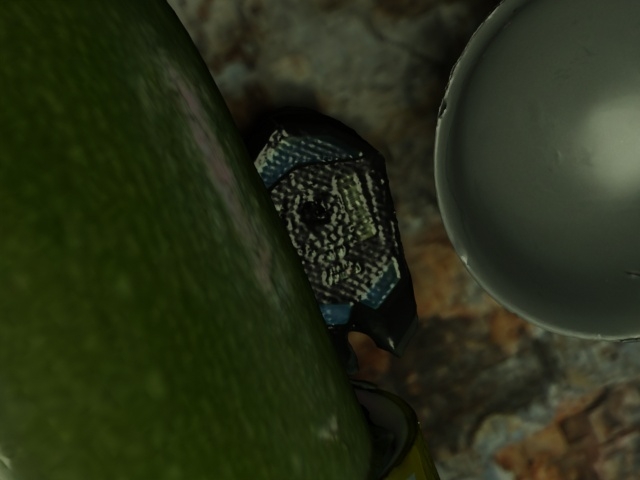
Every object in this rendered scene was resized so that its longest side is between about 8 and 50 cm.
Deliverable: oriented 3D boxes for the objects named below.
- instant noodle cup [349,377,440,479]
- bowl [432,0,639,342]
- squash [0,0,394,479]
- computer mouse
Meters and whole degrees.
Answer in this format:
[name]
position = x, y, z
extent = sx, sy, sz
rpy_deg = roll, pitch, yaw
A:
[instant noodle cup]
position = -0.032, 0.195, 0.694
extent = 0.264, 0.264, 0.200
rpy_deg = -16, 105, -1
[bowl]
position = 0.134, -0.056, 0.699
extent = 0.189, 0.086, 0.189
rpy_deg = -3, 111, -9
[squash]
position = -0.154, -0.008, 0.565
extent = 0.310, 0.310, 0.309
rpy_deg = -16, 111, -2
[computer mouse]
position = 0.000, 0.000, 0.719
extent = 0.079, 0.047, 0.135
rpy_deg = -25, 103, -10
